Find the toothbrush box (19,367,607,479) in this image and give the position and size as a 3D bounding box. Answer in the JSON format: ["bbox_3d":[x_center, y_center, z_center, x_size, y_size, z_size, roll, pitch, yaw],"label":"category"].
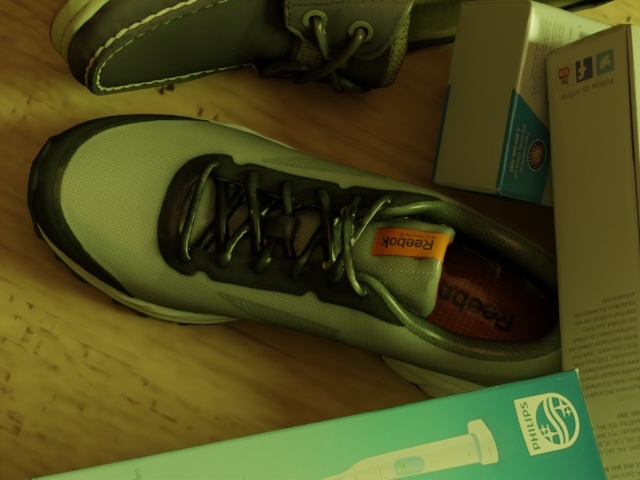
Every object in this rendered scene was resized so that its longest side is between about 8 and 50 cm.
[{"bbox_3d":[-0.059,0.153,0.700,0.296,0.216,0.126,-7,75,-31],"label":"toothbrush box"}]

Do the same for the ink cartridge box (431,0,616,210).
[{"bbox_3d":[0.119,-0.057,0.873,0.122,0.052,0.088,10,89,-37],"label":"ink cartridge box"}]

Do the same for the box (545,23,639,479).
[{"bbox_3d":[0.207,0.081,0.832,0.232,0.058,0.322,9,74,-37],"label":"box"}]

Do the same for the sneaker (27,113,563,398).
[{"bbox_3d":[0.000,0.000,0.847,0.272,0.108,0.100,17,75,-3],"label":"sneaker"}]

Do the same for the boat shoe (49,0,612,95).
[{"bbox_3d":[0.017,-0.117,0.884,0.285,0.103,0.092,-18,74,-19],"label":"boat shoe"}]
